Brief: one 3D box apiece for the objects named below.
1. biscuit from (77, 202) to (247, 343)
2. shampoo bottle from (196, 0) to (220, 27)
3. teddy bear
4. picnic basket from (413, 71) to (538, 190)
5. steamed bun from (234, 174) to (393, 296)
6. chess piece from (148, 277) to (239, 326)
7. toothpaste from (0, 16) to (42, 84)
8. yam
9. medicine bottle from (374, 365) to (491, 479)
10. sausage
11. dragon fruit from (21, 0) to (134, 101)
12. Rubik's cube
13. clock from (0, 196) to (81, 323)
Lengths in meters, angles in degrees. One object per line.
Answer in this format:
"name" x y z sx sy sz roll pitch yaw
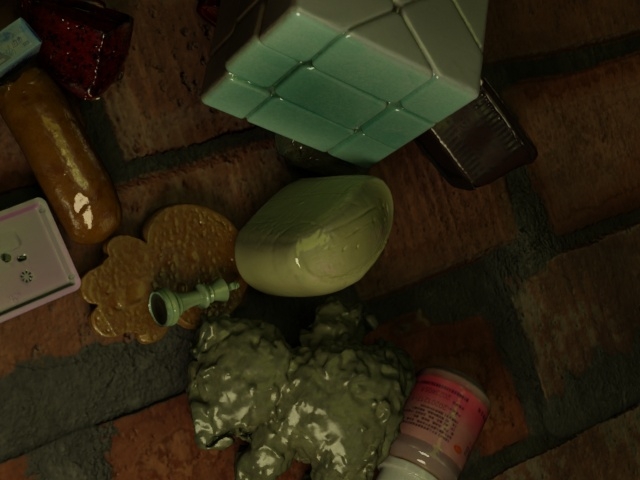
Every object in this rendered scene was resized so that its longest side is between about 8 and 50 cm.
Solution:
"biscuit" -0.236 0.056 1.694 0.288 0.044 0.202 -28 97 -30
"shampoo bottle" -0.127 -0.477 1.847 0.102 0.064 0.260 23 70 -24
"teddy bear" -0.044 0.234 1.708 0.367 0.224 0.357 29 68 -6
"picnic basket" 0.225 -0.217 1.938 0.129 0.222 0.297 -41 102 -6
"steamed bun" 0.000 0.000 1.744 0.250 0.200 0.155 -45 121 -38
"chess piece" -0.184 0.086 1.671 0.149 0.059 0.059 -15 88 -39
"toothpaste" -0.514 -0.212 1.554 0.272 0.066 0.053 -42 98 -22
"yam" 0.007 -0.155 1.844 0.183 0.107 0.107 27 68 -22
"medicine bottle" 0.176 0.338 1.820 0.147 0.147 0.247 38 64 -18
"sausage" -0.377 -0.120 1.615 0.109 0.109 0.270 -32 100 -31
"dragon fruit" -0.374 -0.301 1.672 0.161 0.120 0.127 25 110 3
"Rubik's cube" 0.040 -0.342 1.676 0.322 0.316 0.319 20 64 -23
"clock" -0.459 0.039 1.557 0.197 0.063 0.150 -25 93 -31
